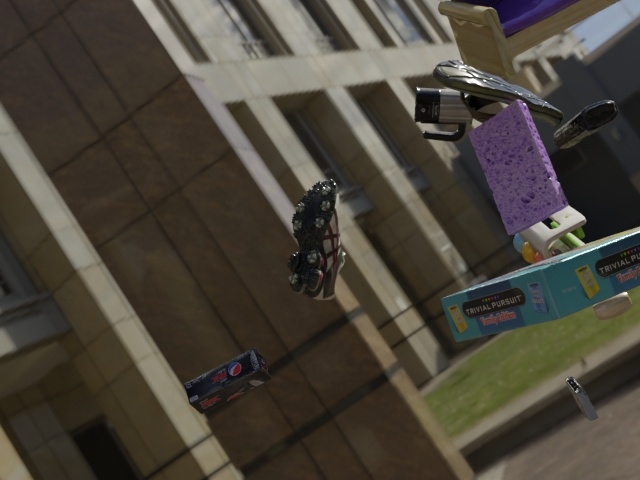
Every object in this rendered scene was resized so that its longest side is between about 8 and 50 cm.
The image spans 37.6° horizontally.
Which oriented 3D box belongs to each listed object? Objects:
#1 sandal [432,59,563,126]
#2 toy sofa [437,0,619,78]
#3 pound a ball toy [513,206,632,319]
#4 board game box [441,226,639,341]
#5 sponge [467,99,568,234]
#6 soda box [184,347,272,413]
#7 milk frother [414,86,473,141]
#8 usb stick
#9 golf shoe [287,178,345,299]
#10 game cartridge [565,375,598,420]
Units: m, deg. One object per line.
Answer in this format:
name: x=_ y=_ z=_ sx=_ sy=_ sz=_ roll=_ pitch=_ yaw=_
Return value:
sandal: x=0.331 y=-0.251 z=1.744 sx=0.302 sy=0.120 sz=0.086 roll=16 pitch=-64 yaw=-33
toy sofa: x=0.372 y=-0.414 z=1.460 sx=0.362 sy=0.177 sz=0.150 roll=-29 pitch=28 yaw=-9
pound a ball toy: x=0.518 y=0.043 z=2.017 sx=0.135 sy=0.208 sz=0.319 roll=-29 pitch=15 yaw=5
board game box: x=0.397 y=0.056 z=1.474 sx=0.336 sy=0.079 sz=0.254 roll=-17 pitch=-5 yaw=-29
sponge: x=0.345 y=-0.128 z=1.657 sx=0.117 sy=0.210 sz=0.031 roll=-32 pitch=-20 yaw=37
soda box: x=-0.189 y=0.287 z=1.921 sx=0.169 sy=0.053 sz=0.060 roll=-27 pitch=-37 yaw=6
milk frother: x=0.288 y=-0.314 z=2.211 sx=0.143 sy=0.134 sz=0.129 roll=-82 pitch=-7 yaw=-48
usb stick: x=0.500 y=-0.218 z=1.788 sx=0.077 sy=0.045 sz=0.278 roll=-28 pitch=-4 yaw=3
golf shoe: x=0.000 y=0.000 z=2.095 sx=0.105 sy=0.273 sz=0.120 roll=-2 pitch=-21 yaw=37
game cartridge: x=0.395 y=0.241 z=1.421 sx=0.017 sy=0.056 sz=0.083 roll=-31 pitch=5 yaw=6
